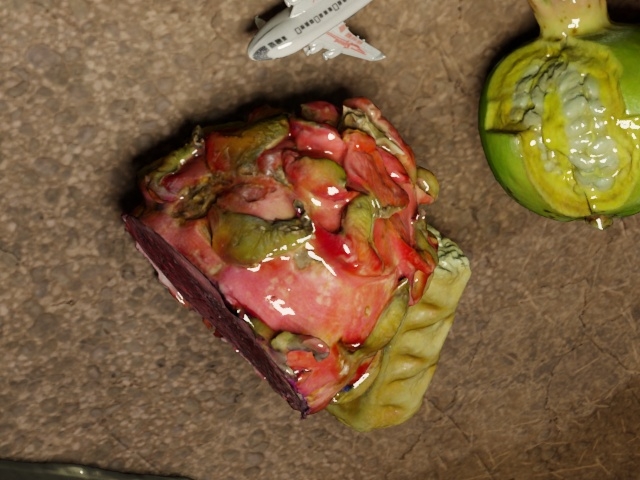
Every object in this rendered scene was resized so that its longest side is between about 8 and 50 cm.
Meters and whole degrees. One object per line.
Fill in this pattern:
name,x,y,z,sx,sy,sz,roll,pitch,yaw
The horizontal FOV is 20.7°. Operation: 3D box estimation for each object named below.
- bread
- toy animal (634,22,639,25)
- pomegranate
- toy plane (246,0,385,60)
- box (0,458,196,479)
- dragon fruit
bread,0.064,0.097,1.925,0.152,0.130,0.267,19,125,4
toy animal,0.454,-0.203,1.865,0.273,0.160,0.197,-25,137,4
pomegranate,0.263,-0.162,1.758,0.236,0.236,0.301,-16,100,-14
toy plane,0.004,-0.220,1.659,0.171,0.065,0.162,-25,136,-3
box,-0.325,0.402,2.013,0.350,0.091,0.359,13,123,-35
dragon fruit,0.000,0.000,1.709,0.263,0.314,0.296,-42,145,-11
